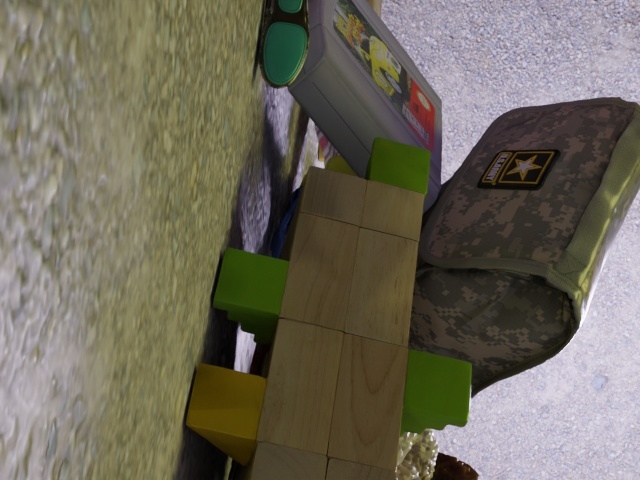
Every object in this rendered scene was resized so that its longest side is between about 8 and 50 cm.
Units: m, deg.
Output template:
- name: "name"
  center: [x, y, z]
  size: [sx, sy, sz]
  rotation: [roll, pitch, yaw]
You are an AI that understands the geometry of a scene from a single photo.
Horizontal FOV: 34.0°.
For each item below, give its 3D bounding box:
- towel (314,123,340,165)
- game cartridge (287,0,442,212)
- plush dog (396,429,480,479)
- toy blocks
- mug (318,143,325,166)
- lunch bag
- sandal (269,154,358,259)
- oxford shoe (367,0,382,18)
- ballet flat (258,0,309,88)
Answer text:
- name: "towel"
  center: [0.010, -0.133, 1.291]
  size: [0.144, 0.029, 0.197]
  rotation: [91, -12, -65]
- name: "game cartridge"
  center: [0.046, -0.156, 1.037]
  size: [0.060, 0.196, 0.294]
  rotation: [-38, -163, 22]
- name: "plush dog"
  center: [0.062, 0.244, 1.102]
  size: [0.210, 0.262, 0.225]
  rotation: [-39, -170, 19]
- name: "toy blocks"
  center: [-0.010, 0.137, 0.843]
  size: [0.261, 0.190, 0.381]
  rotation: [111, -9, -54]
- name: "mug"
  center: [0.031, -0.141, 1.602]
  size: [0.062, 0.064, 0.078]
  rotation: [81, 16, -79]
- name: "lunch bag"
  center: [0.178, 0.002, 0.985]
  size: [0.235, 0.169, 0.287]
  rotation: [-54, -174, -34]
- name: "sandal"
  center: [0.000, 0.000, 1.147]
  size: [0.138, 0.126, 0.317]
  rotation: [-53, 177, -7]
- name: "oxford shoe"
  center: [0.113, -0.491, 1.757]
  size: [0.123, 0.130, 0.348]
  rotation: [85, 11, -71]
- name: "ballet flat"
  center: [-0.029, -0.176, 0.847]
  size: [0.041, 0.041, 0.114]
  rotation: [66, 31, -83]
